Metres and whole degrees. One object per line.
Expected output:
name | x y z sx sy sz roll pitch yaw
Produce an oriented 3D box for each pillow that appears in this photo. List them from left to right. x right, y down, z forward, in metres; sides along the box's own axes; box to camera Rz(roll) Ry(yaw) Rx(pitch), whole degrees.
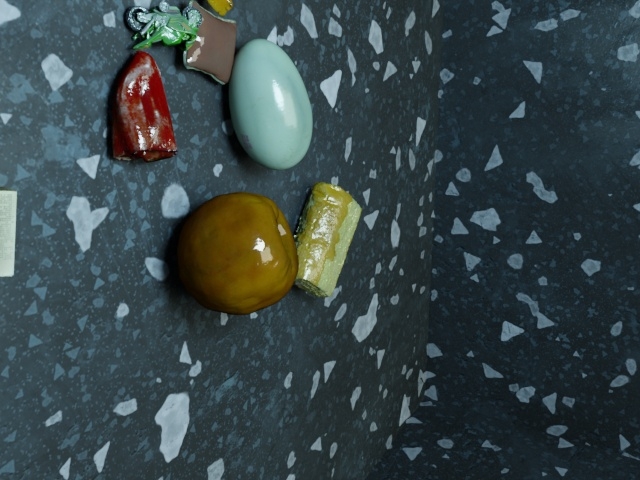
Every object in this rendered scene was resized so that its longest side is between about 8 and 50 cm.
pillow | -0.291 -0.508 1.502 0.179 0.075 0.171 2 96 -61

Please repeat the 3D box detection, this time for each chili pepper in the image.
chili pepper | -0.417 -0.305 1.332 0.144 0.136 0.252 -9 99 -13

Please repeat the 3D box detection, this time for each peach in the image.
peach | -0.229 0.041 1.556 0.343 0.302 0.342 -19 90 -79

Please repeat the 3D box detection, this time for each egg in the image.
egg | -0.144 -0.380 1.647 0.230 0.230 0.370 -43 127 -48

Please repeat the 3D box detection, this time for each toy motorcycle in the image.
toy motorcycle | -0.358 -0.497 1.361 0.190 0.074 0.106 -17 103 -36

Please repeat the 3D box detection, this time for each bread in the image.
bread | 0.000 0.000 2.082 0.236 0.165 0.375 37 68 -55

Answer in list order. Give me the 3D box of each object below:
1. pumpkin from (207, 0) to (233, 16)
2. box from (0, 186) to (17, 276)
pumpkin | -0.265 -0.736 1.414 0.290 0.095 0.258 63 32 -62
box | -0.649 -0.012 1.001 0.212 0.095 0.168 -5 102 -59
